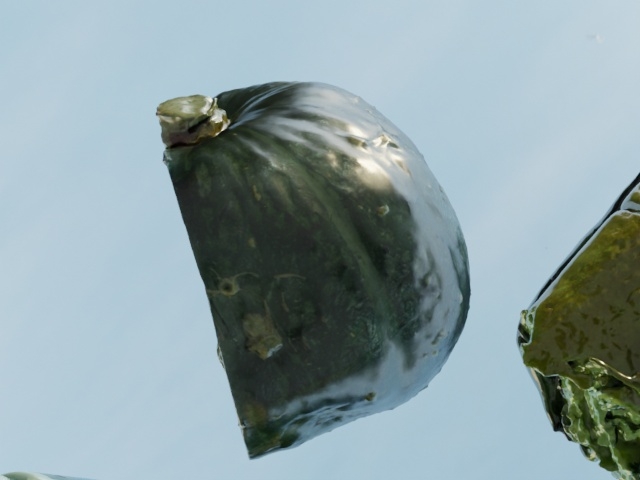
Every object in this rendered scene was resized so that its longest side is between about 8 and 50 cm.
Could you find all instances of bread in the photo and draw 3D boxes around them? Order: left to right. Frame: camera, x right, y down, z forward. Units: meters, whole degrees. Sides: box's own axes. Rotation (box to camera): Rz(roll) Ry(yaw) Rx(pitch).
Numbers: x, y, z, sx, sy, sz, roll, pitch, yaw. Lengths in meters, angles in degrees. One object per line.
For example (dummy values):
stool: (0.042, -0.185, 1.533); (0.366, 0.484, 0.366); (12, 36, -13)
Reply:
bread: (0.396, 0.067, 0.971); (0.251, 0.208, 0.376); (41, -100, 22)

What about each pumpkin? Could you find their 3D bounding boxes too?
pumpkin: (0.000, 0.000, 0.639); (0.197, 0.293, 0.263); (-17, -60, -7)

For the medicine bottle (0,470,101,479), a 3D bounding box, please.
medicine bottle: (-0.372, 0.354, 1.141); (0.121, 0.229, 0.083); (-8, -111, 24)
